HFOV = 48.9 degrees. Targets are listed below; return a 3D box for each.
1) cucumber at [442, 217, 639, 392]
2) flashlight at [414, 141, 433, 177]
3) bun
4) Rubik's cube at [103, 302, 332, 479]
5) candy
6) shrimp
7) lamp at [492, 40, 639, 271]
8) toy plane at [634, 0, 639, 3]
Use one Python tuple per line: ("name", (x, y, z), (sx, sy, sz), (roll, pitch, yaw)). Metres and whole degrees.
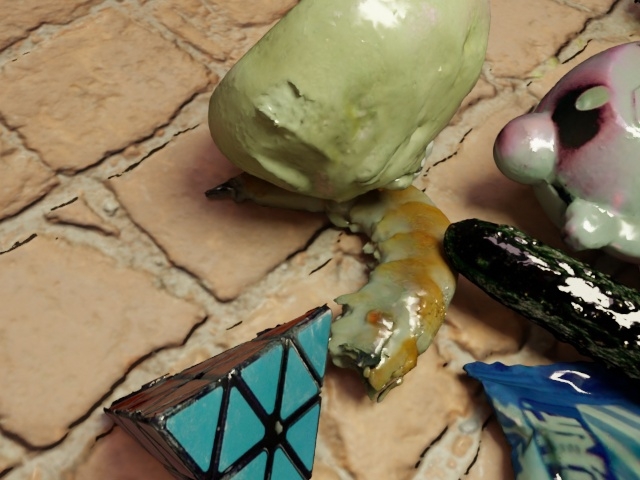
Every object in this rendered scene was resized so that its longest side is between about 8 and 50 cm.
("cucumber", (0.241, 0.067, 0.603), (0.303, 0.072, 0.081), (36, 37, 17))
("flashlight", (0.056, -0.150, 0.793), (0.093, 0.047, 0.200), (-17, 60, -11))
("bun", (0.042, -0.134, 0.640), (0.283, 0.283, 0.179), (-43, 100, -27))
("Rubik's cube", (-0.077, 0.181, 0.553), (0.211, 0.190, 0.178), (-23, 92, -52))
("candy", (0.220, 0.234, 0.529), (0.187, 0.077, 0.331), (5, 51, -5))
("shrimp", (0.033, -0.002, 0.680), (0.185, 0.068, 0.287), (-27, 60, -23))
("lamp", (0.330, -0.056, 0.641), (0.247, 0.247, 0.301), (-30, 71, -19))
("toy plane", (0.545, -0.342, 0.901), (0.381, 0.155, 0.106), (-4, 45, -29))
